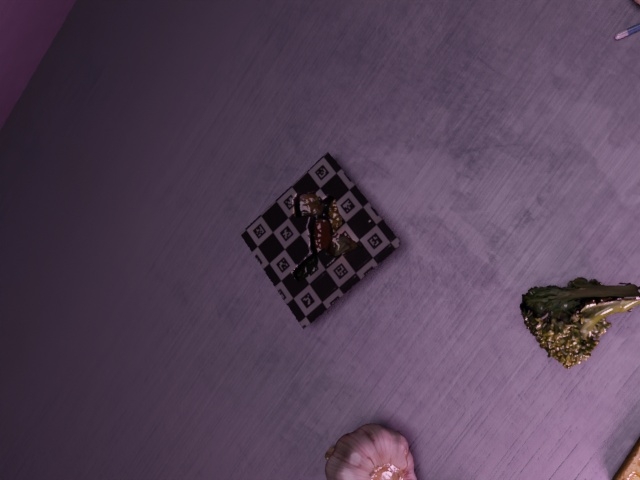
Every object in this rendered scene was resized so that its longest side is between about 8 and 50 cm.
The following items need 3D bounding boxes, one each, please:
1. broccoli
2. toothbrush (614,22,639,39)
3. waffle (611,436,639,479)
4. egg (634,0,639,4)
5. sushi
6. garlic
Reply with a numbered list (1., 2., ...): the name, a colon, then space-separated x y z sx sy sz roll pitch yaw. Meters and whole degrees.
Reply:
1. broccoli: 0.605 0.197 1.622 0.273 0.242 0.180 -4 105 27
2. toothbrush: 0.842 -0.545 1.689 0.275 0.019 0.025 -19 74 19
3. waffle: 0.797 0.494 1.596 0.168 0.057 0.274 30 97 21
4. egg: 0.783 -0.604 1.689 0.083 0.071 0.071 -41 73 12
5. sushi: 0.000 0.000 1.949 0.359 0.064 0.343 -42 68 14
6. garlic: 0.098 0.583 1.814 0.253 0.245 0.245 2 85 58
